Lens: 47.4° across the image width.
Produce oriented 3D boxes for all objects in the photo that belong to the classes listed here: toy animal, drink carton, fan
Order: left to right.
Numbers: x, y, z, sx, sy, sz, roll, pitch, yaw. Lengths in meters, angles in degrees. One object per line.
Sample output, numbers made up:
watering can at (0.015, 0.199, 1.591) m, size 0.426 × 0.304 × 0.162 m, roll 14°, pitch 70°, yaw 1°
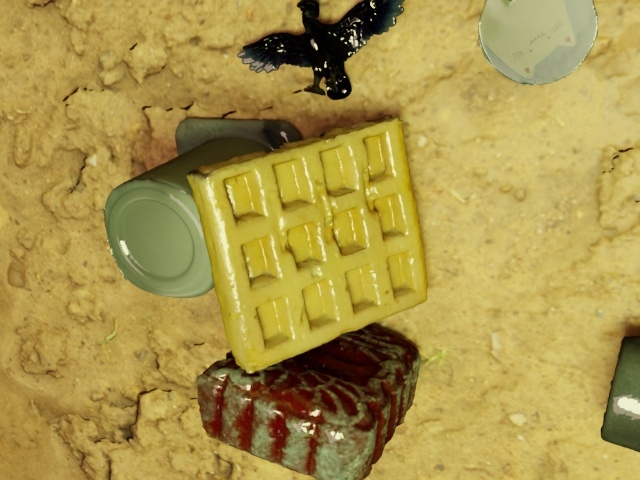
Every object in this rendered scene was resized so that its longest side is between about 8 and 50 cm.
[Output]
drink carton at (-0.129, -0.030, 0.861) m, size 0.186 × 0.189 × 0.191 m, roll 5°, pitch 115°, yaw 21°
toy animal at (0.001, -0.209, 0.794) m, size 0.220 × 0.062 × 0.108 m, roll -14°, pitch 87°, yaw 33°
fan at (0.189, -0.231, 0.709) m, size 0.113 × 0.005 × 0.175 m, roll -39°, pitch 91°, yaw 35°

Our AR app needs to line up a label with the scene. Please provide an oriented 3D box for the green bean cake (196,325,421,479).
green bean cake at (0.002, 0.169, 0.852) m, size 0.199 × 0.233 × 0.097 m, roll 17°, pitch 115°, yaw 24°

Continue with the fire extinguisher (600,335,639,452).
fire extinguisher at (0.472, 0.163, 0.676) m, size 0.376 × 0.113 × 0.200 m, roll 15°, pitch 117°, yaw 21°

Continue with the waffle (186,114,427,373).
waffle at (0.000, 0.000, 0.781) m, size 0.055 × 0.248 × 0.221 m, roll 21°, pitch 127°, yaw 61°
